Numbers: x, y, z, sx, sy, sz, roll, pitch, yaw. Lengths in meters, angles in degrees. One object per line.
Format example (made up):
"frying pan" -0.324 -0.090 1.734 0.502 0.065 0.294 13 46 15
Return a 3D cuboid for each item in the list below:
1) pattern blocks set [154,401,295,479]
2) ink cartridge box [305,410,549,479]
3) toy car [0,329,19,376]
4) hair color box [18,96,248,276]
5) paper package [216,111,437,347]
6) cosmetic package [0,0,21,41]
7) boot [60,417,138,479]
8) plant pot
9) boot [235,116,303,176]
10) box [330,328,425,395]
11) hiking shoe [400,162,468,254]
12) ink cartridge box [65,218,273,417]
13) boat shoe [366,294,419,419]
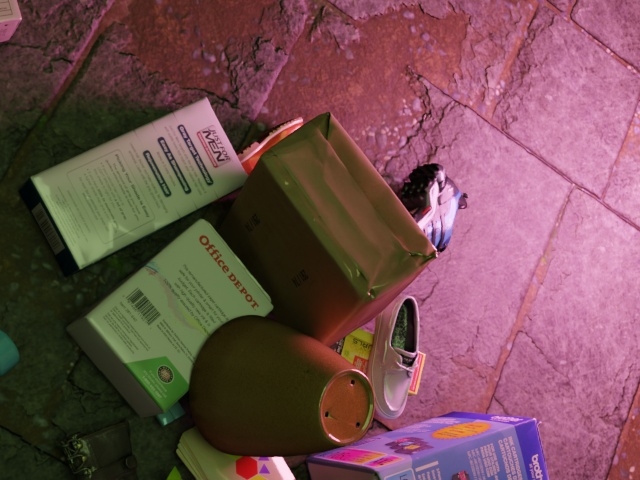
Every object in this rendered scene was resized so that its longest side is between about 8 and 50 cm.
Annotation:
"pattern blocks set" -0.139 0.379 1.929 0.285 0.026 0.325 -17 71 -27
"ink cartridge box" 0.214 0.408 2.005 0.395 0.270 0.151 -11 90 -28
"toy car" -0.614 0.154 1.668 0.219 0.210 0.238 -41 106 -36
"hair color box" -0.313 -0.093 1.935 0.347 0.105 0.174 -29 94 -27
"paper package" 0.000 0.000 1.917 0.168 0.325 0.309 -31 79 -27
"cosmetic package" -0.615 -0.477 1.857 0.160 0.113 0.309 -15 86 -28
"boot" -0.359 0.416 1.795 0.263 0.091 0.229 -24 93 -61
"plant pot" -0.042 0.250 1.816 0.237 0.254 0.237 -4 96 -41
"boot" -0.082 -0.163 2.095 0.158 0.059 0.084 -39 101 -18
"box" 0.076 0.214 2.094 0.232 0.058 0.087 24 70 -21
"hiking shoe" 0.188 0.003 2.163 0.132 0.113 0.304 39 72 -27
"ink cartridge box" -0.249 0.128 1.907 0.278 0.117 0.201 -43 100 -31
"boat shoe" 0.137 0.206 2.045 0.079 0.081 0.227 10 77 -25
